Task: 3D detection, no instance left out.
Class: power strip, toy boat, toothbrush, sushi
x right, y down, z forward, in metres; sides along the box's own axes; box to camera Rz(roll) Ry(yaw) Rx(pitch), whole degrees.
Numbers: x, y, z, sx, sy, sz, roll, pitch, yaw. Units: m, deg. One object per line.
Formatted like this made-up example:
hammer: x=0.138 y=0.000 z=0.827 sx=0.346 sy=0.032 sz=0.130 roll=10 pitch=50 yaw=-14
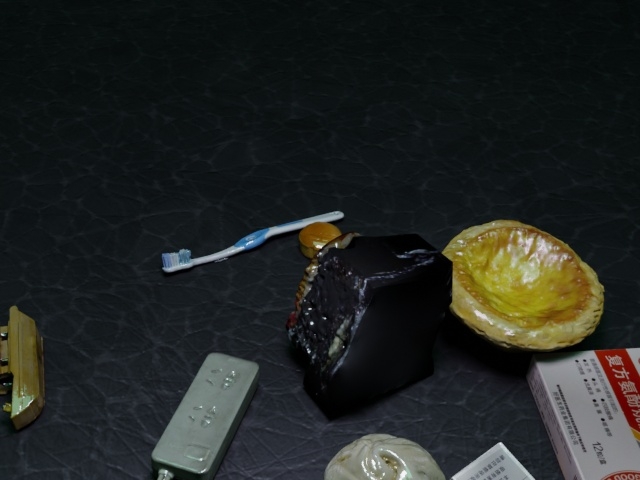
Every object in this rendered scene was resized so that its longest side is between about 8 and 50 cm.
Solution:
power strip: x=-0.182 y=0.291 z=1.463 sx=0.093 sy=0.053 sz=0.288 roll=14 pitch=40 yaw=11
toy boat: x=-0.490 y=0.204 z=1.532 sx=0.088 sy=0.068 sz=0.226 roll=-10 pitch=45 yaw=-9
toothbrush: x=-0.122 y=0.001 z=1.830 sx=0.386 sy=0.040 sz=0.040 roll=-15 pitch=44 yaw=-26
sushi: x=0.062 y=0.111 z=1.564 sx=0.215 sy=0.227 sz=0.212 roll=-17 pitch=38 yaw=-30

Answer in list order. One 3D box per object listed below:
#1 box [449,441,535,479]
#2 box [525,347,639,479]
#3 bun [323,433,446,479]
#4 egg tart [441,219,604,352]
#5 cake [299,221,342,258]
box: x=0.287 y=0.393 z=1.371 sx=0.109 sy=0.029 sz=0.198 roll=-26 pitch=61 yaw=-32
box: x=0.475 y=0.316 z=1.484 sx=0.214 sy=0.069 sz=0.353 roll=-2 pitch=42 yaw=-8
bun: x=0.094 y=0.342 z=1.389 sx=0.183 sy=0.102 sz=0.183 roll=3 pitch=38 yaw=-3
egg tart: x=0.340 y=0.099 z=1.677 sx=0.319 sy=0.128 sz=0.319 roll=4 pitch=40 yaw=-3
cake: x=0.000 y=0.000 z=1.827 sx=0.084 sy=0.044 sz=0.084 roll=3 pitch=42 yaw=-2
